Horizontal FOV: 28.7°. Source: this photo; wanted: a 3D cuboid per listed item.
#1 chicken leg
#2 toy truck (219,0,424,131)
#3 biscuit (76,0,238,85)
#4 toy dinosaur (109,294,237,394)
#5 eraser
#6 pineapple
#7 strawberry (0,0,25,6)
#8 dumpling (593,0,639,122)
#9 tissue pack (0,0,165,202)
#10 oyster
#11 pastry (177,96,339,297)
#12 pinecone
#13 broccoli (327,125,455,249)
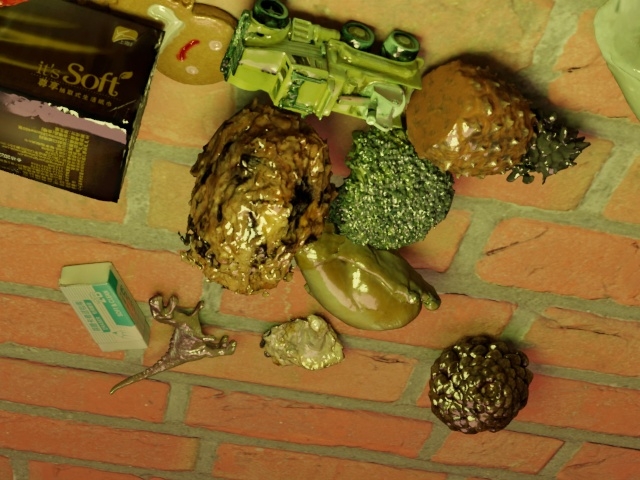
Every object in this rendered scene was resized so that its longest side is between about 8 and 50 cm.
[{"bbox_3d":[0.000,0.000,1.962,0.153,0.201,0.429,-48,120,-2],"label":"chicken leg"},{"bbox_3d":[0.005,-0.217,1.649,0.259,0.135,0.128,16,130,-15],"label":"toy truck"},{"bbox_3d":[-0.206,-0.281,1.688,0.249,0.035,0.184,26,140,-28],"label":"biscuit"},{"bbox_3d":[-0.265,0.198,2.310,0.199,0.072,0.251,8,139,-20],"label":"toy dinosaur"},{"bbox_3d":[-0.388,0.123,2.260,0.095,0.052,0.225,-6,143,10],"label":"eraser"},{"bbox_3d":[0.258,-0.149,1.753,0.278,0.158,0.158,16,145,-36],"label":"pineapple"},{"bbox_3d":[-0.388,-0.397,1.372,0.291,0.292,0.310,2,-171,4],"label":"strawberry"},{"bbox_3d":[0.524,-0.198,1.581,0.270,0.212,0.320,-21,148,27],"label":"dumpling"},{"bbox_3d":[-0.414,-0.207,1.643,0.370,0.198,0.210,17,151,-8],"label":"tissue pack"},{"bbox_3d":[-0.034,0.195,2.306,0.163,0.081,0.191,8,141,3],"label":"oyster"},{"bbox_3d":[-0.074,-0.050,1.710,0.193,0.275,0.275,15,144,-29],"label":"pastry"},{"bbox_3d":[0.290,0.269,2.294,0.184,0.179,0.204,12,172,7],"label":"pinecone"},{"bbox_3d":[0.094,-0.078,1.824,0.198,0.176,0.226,-38,116,7],"label":"broccoli"}]
